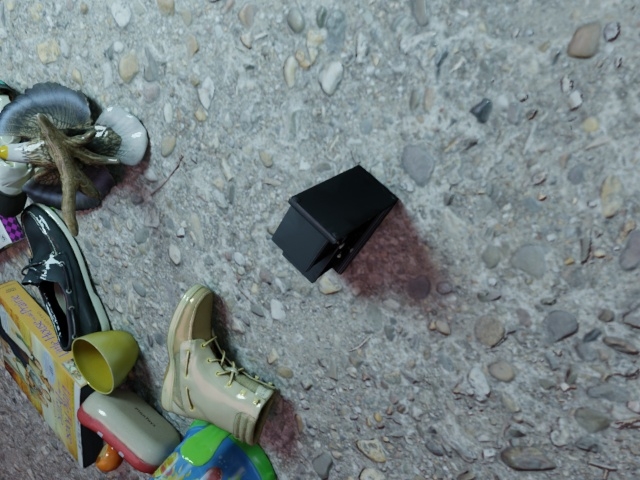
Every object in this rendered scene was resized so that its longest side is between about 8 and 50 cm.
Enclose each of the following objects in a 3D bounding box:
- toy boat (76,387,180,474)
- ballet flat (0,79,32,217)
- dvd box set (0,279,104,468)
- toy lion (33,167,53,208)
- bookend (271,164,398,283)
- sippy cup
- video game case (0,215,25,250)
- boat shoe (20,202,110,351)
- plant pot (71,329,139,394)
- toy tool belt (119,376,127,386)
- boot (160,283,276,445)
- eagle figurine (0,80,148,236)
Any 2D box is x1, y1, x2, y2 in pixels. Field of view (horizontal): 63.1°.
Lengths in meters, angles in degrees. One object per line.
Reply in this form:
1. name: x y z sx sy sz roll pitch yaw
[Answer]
1. toy boat: -0.432 0.433 1.130 0.231 0.151 0.151 39 92 8
2. ballet flat: -0.633 -0.179 1.041 0.096 0.095 0.280 8 108 36
3. dvd box set: -0.687 0.333 1.316 0.420 0.062 0.307 34 127 27
4. toy lion: -0.545 -0.105 1.076 0.096 0.034 0.100 31 126 10
5. bookend: 0.000 0.000 0.660 0.072 0.157 0.156 43 128 12
6. sippy cup: -0.241 0.503 1.010 0.240 0.224 0.305 -11 103 37
7. video game case: -0.832 -0.079 1.276 0.210 0.042 0.232 -18 99 39
8. boat shoe: -0.584 0.086 1.131 0.127 0.113 0.339 -8 105 38
9. plant pot: -0.451 0.247 1.123 0.134 0.095 0.134 15 118 30
10. toy tool belt: -0.492 0.310 1.209 0.051 0.052 0.083 -40 85 31
11. boot: -0.170 0.221 0.921 0.204 0.095 0.261 18 105 18
12. eagle figurine: -0.463 -0.158 0.921 0.298 0.225 0.226 20 81 60
